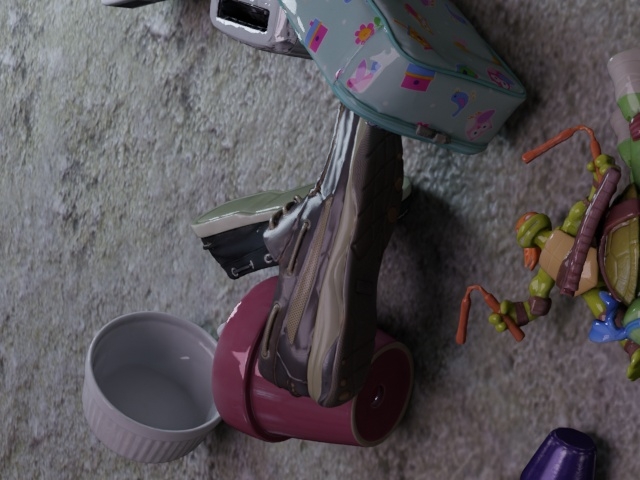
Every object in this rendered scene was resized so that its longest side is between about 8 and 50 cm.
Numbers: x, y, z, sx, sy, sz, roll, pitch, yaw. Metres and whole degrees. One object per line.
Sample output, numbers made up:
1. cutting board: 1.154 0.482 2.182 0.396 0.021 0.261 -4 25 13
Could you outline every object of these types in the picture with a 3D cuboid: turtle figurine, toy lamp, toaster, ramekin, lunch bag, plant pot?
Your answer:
1. turtle figurine: 0.260 0.040 1.397 0.217 0.087 0.269 43 114 33
2. toy lamp: 0.221 0.323 1.453 0.080 0.080 0.274 36 117 45
3. toaster: -0.034 -0.293 1.714 0.227 0.146 0.129 28 111 48
4. ramekin: -0.232 0.209 1.928 0.207 0.207 0.109 62 142 30
5. lunch bag: 0.087 -0.211 1.506 0.108 0.224 0.279 -50 47 25
6. plant pot: 0.003 0.157 1.652 0.180 0.201 0.201 16 103 33
7. turtle figurine: 0.348 -0.038 1.233 0.275 0.198 0.266 -30 51 36

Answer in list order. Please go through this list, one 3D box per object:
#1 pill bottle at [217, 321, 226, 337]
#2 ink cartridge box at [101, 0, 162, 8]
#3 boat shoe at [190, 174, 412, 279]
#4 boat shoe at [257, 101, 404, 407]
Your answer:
1. pill bottle: -0.110 0.150 1.894 0.043 0.043 0.083 -58 48 34
2. ink cartridge box: -0.216 -0.459 1.936 0.275 0.060 0.238 0 90 51
3. boat shoe: -0.014 -0.004 1.721 0.340 0.127 0.113 -10 109 36
4. boat shoe: 0.000 0.000 1.528 0.130 0.132 0.355 8 81 22
